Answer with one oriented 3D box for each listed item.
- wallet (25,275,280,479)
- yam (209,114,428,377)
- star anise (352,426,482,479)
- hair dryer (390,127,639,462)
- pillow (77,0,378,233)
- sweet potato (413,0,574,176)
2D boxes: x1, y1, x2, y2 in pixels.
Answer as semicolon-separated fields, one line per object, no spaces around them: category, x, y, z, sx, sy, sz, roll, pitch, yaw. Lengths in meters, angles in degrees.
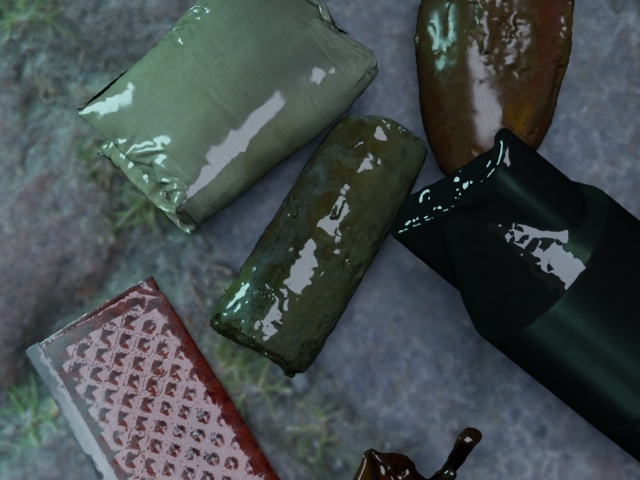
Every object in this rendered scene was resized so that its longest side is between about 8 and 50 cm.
wallet;-0.107;0.129;0.714;0.103;0.020;0.196;-33;79;-4
yam;0.000;0.000;0.710;0.078;0.078;0.179;28;81;8
star anise;0.025;0.231;0.634;0.220;0.126;0.190;-20;70;21
hair dryer;0.207;-0.034;0.674;0.244;0.116;0.302;40;63;-14
pillow;-0.065;-0.097;0.719;0.181;0.078;0.134;-41;58;-5
sweet potato;0.132;-0.209;0.738;0.109;0.109;0.385;11;78;4
